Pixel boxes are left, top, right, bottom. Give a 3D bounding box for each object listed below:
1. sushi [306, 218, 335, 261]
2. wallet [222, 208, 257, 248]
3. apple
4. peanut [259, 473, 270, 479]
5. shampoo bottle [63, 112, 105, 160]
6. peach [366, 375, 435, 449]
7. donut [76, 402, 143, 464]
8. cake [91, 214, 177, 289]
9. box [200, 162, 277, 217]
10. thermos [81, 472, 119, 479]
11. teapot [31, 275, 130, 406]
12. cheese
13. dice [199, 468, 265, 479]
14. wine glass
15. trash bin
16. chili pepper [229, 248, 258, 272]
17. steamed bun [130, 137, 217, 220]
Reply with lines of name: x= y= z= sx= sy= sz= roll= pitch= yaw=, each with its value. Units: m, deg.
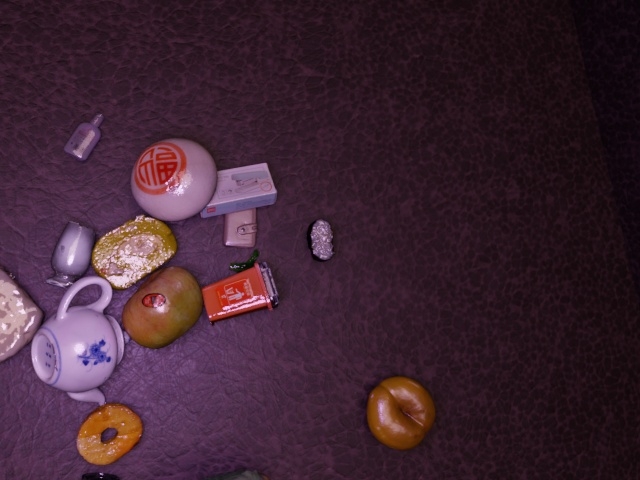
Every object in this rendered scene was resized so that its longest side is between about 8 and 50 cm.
sushi: x=0.000 y=0.000 z=1.993 sx=0.090 sy=0.078 sz=0.151 roll=-7 pitch=84 yaw=-11
wallet: x=-0.277 y=-0.051 z=1.940 sx=0.117 sy=0.039 sz=0.153 roll=3 pitch=79 yaw=-14
apple: x=-0.483 y=0.206 z=1.732 sx=0.261 sy=0.260 sz=0.194 roll=-43 pitch=105 yaw=-18
peanut: x=-0.194 y=0.866 z=1.791 sx=0.095 sy=0.108 sz=0.226 roll=-9 pitch=75 yaw=21
shampoo bottle: x=-0.765 y=-0.344 z=1.837 sx=0.079 sy=0.040 sz=0.165 roll=29 pitch=74 yaw=-9
peach: x=0.277 y=0.595 z=1.950 sx=0.251 sy=0.153 sz=0.251 roll=3 pitch=82 yaw=-23
donut: x=-0.641 y=0.578 z=1.702 sx=0.174 sy=0.074 sz=0.190 roll=40 pitch=80 yaw=-24
cake: x=-0.591 y=0.033 z=1.777 sx=0.260 sy=0.156 sz=0.179 roll=-37 pitch=100 yaw=-20
box: x=-0.293 y=-0.171 z=1.913 sx=0.269 sy=0.079 sz=0.135 roll=-12 pitch=66 yaw=-18
thermos: x=-0.689 y=0.861 z=1.628 sx=0.136 sy=0.109 sz=0.331 roll=23 pitch=73 yaw=-49
teapot: x=-0.689 y=0.312 z=1.668 sx=0.280 sy=0.252 sz=0.425 roll=-7 pitch=106 yaw=-52
cheese: x=-0.989 y=0.218 z=1.647 sx=0.326 sy=0.115 sz=0.318 roll=-1 pitch=82 yaw=-18
dice: x=-0.304 y=0.860 z=1.594 sx=0.322 sy=0.318 sz=0.331 roll=-21 pitch=77 yaw=12
wine glass: x=-0.769 y=0.049 z=1.737 sx=0.111 sy=0.111 sz=0.205 roll=19 pitch=79 yaw=-13
trash bin: x=-0.263 y=0.181 z=1.849 sx=0.238 sy=0.184 sz=0.161 roll=-18 pitch=80 yaw=-5
chili pepper: x=-0.256 y=0.080 z=1.927 sx=0.117 sy=0.035 sz=0.056 roll=-29 pitch=107 yaw=-15
steamed bun: x=-0.476 y=-0.204 z=1.780 sx=0.282 sy=0.177 sz=0.283 roll=-4 pitch=72 yaw=13
